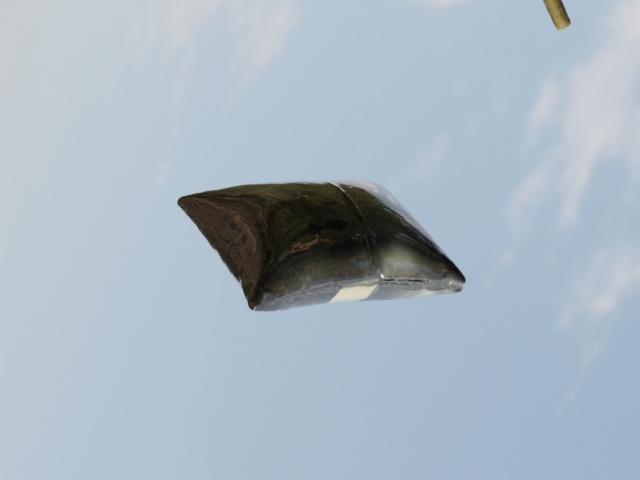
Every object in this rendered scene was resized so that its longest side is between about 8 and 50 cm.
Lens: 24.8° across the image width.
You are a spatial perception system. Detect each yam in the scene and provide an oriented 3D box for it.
[{"bbox_3d":[0.248,-0.288,1.613,0.021,0.116,0.021,-26,-166,7],"label":"yam"}]

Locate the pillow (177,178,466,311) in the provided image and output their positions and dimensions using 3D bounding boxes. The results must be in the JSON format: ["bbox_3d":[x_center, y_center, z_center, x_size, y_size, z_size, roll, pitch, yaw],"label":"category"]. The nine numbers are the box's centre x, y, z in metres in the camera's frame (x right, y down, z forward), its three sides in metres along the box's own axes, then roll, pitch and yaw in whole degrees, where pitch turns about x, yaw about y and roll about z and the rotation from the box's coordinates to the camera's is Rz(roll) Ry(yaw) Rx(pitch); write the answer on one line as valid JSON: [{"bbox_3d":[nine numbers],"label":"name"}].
[{"bbox_3d":[0.000,0.000,1.443,0.186,0.250,0.106,49,-48,42],"label":"pillow"}]
